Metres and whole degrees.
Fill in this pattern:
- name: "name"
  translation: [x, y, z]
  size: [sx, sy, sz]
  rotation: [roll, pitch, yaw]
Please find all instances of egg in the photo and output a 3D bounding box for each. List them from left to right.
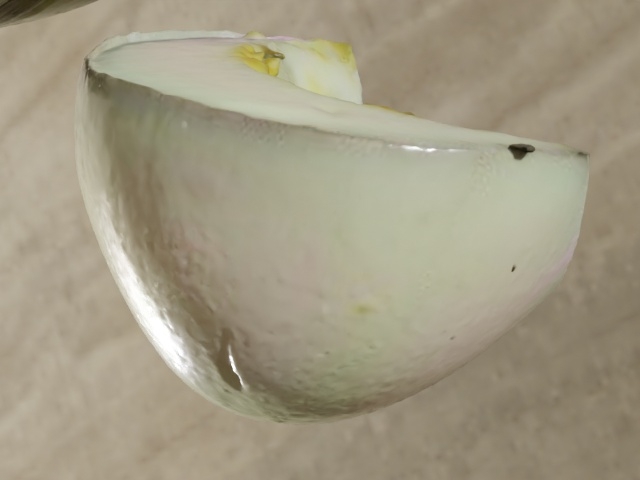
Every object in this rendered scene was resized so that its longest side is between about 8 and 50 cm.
- name: "egg"
  translation: [-0.018, -0.001, 0.881]
  size: [0.206, 0.162, 0.271]
  rotation: [-3, 17, -37]

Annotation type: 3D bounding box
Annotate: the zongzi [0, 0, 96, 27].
- name: "zongzi"
  translation: [-0.127, -0.167, 0.885]
  size: [0.274, 0.125, 0.251]
  rotation: [-9, 8, -4]
